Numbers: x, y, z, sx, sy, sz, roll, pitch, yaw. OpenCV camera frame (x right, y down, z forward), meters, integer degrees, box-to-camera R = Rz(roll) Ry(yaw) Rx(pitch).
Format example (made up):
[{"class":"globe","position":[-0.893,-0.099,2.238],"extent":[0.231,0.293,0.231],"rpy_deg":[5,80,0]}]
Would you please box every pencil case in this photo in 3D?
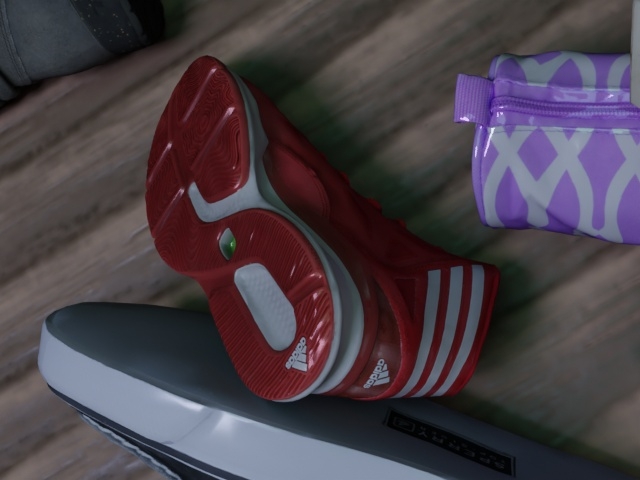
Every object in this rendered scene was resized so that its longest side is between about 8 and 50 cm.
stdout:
[{"class":"pencil case","position":[0.165,-0.039,0.421],"extent":[0.206,0.088,0.086],"rpy_deg":[1,81,18]}]

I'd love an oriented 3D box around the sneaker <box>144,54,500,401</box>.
[{"class":"sneaker","position":[0.000,0.000,0.480],"extent":[0.087,0.128,0.221],"rpy_deg":[-54,39,26]}]

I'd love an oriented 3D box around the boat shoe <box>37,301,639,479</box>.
[{"class":"boat shoe","position":[0.011,0.117,0.436],"extent":[0.306,0.113,0.105],"rpy_deg":[19,104,6]}]

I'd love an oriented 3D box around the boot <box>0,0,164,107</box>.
[{"class":"boot","position":[-0.200,-0.180,0.518],"extent":[0.161,0.083,0.246],"rpy_deg":[-19,105,12]}]

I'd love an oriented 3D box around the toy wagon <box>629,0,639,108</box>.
[{"class":"toy wagon","position":[0.279,-0.081,0.320],"extent":[0.344,0.267,0.068],"rpy_deg":[3,124,17]}]
